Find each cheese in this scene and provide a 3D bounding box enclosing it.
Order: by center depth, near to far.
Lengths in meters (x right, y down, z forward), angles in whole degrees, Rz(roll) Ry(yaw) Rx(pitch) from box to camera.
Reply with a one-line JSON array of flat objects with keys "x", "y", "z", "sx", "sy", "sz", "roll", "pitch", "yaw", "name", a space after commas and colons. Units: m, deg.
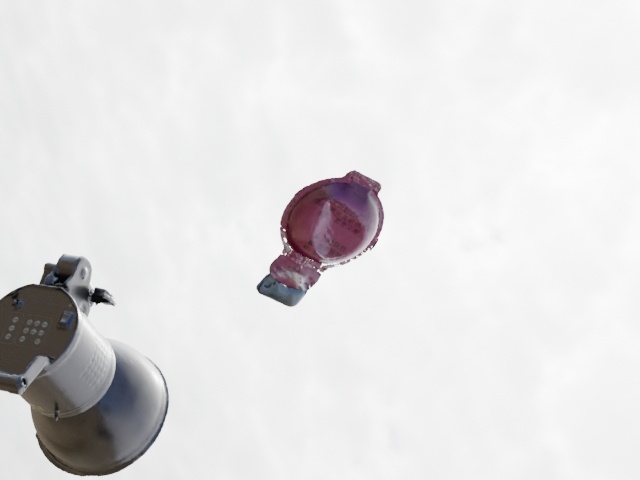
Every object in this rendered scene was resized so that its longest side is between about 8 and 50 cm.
[{"x": 0.000, "y": 0.000, "z": 1.036, "sx": 0.145, "sy": 0.095, "sz": 0.038, "roll": -52, "pitch": -151, "yaw": 22, "name": "cheese"}]

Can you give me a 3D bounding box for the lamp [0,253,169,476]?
[{"x": -0.249, "y": 0.114, "z": 1.174, "sx": 0.147, "sy": 0.172, "sz": 0.227, "roll": 9, "pitch": -30, "yaw": 19, "name": "lamp"}]
